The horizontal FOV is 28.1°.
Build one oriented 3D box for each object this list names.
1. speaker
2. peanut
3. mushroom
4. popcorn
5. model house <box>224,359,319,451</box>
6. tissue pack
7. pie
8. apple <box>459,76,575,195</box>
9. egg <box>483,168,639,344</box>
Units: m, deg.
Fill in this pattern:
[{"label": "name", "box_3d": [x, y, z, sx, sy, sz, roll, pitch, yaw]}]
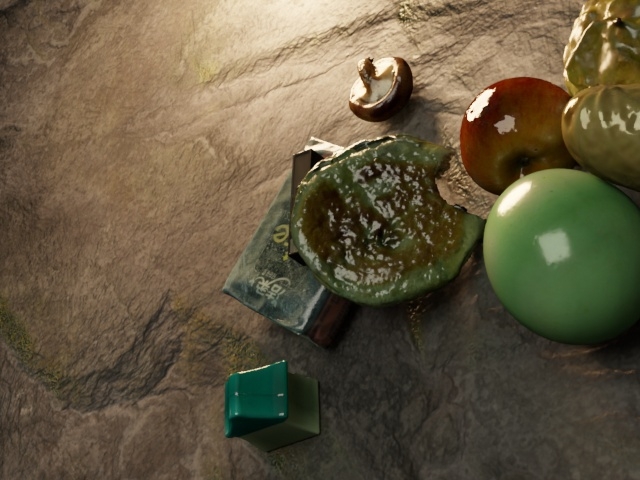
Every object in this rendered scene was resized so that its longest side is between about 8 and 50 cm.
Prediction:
[{"label": "speaker", "box_3d": [-0.022, -0.055, 2.058, 0.040, 0.046, 0.191, -18, 54, 32]}, {"label": "peanut", "box_3d": [0.463, -0.114, 1.636, 0.319, 0.147, 0.147, 25, 82, 9]}, {"label": "mushroom", "box_3d": [0.102, -0.258, 2.187, 0.127, 0.087, 0.127, -28, 46, 33]}, {"label": "popcorn", "box_3d": [0.437, -0.249, 1.786, 0.233, 0.192, 0.266, -10, 59, 40]}, {"label": "model house", "box_3d": [-0.090, 0.256, 2.007, 0.127, 0.149, 0.100, -23, 55, 30]}, {"label": "tissue pack", "box_3d": [0.000, 0.000, 2.113, 0.228, 0.103, 0.315, 23, 81, 48]}, {"label": "pie", "box_3d": [0.100, -0.032, 1.961, 0.302, 0.067, 0.302, -2, 68, 4]}, {"label": "apple", "box_3d": [0.293, -0.161, 1.912, 0.195, 0.160, 0.173, -32, 26, 29]}, {"label": "egg", "box_3d": [0.330, 0.017, 1.702, 0.220, 0.220, 0.269, -42, 37, 16]}]
